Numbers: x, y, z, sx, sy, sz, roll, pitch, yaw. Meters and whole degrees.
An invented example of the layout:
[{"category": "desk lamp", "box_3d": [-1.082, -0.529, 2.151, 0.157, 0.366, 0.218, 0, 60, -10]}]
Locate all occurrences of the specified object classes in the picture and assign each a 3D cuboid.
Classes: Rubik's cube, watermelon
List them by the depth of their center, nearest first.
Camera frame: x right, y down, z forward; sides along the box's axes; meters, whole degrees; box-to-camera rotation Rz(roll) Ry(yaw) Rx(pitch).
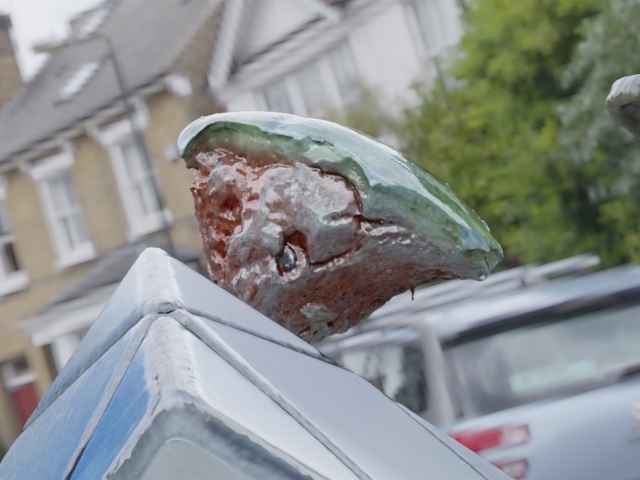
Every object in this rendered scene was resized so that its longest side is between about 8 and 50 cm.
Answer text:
[{"category": "Rubik's cube", "box_3d": [-0.030, 0.154, 0.613, 0.205, 0.207, 0.205, -54, 12, 6]}, {"category": "watermelon", "box_3d": [0.000, 0.000, 0.920, 0.187, 0.139, 0.071, 23, -9, 5]}]

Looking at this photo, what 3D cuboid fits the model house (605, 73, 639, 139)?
[{"category": "model house", "box_3d": [0.320, -0.137, 0.880, 0.218, 0.279, 0.205, 30, -5, -15]}]
